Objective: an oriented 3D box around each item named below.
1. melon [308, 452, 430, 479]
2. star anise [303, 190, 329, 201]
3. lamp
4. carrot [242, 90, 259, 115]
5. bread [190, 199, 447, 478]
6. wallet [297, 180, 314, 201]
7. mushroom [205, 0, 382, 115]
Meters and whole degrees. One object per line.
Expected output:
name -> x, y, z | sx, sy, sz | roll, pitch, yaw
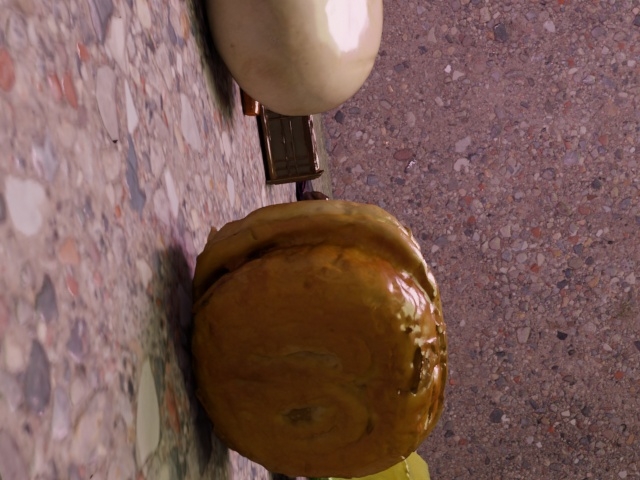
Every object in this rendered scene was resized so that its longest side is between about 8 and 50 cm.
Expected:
melon -> 0.017, 0.240, 0.810 | 0.323, 0.124, 0.196 | 51, -2, -4
star anise -> 0.000, -0.002, 1.298 | 0.220, 0.098, 0.214 | -90, 180, -60
lamp -> -0.062, -0.253, 0.987 | 0.090, 0.089, 0.326 | -64, 145, -80
carrot -> -0.095, -0.218, 0.871 | 0.032, 0.032, 0.093 | 51, 38, -81
bread -> 0.000, 0.086, 0.504 | 0.120, 0.198, 0.236 | -73, 156, -67
wallet -> -0.029, -0.067, 1.458 | 0.111, 0.030, 0.166 | -82, 163, -55
mushroom -> -0.037, -0.273, 0.759 | 0.246, 0.202, 0.246 | -10, 104, -43
